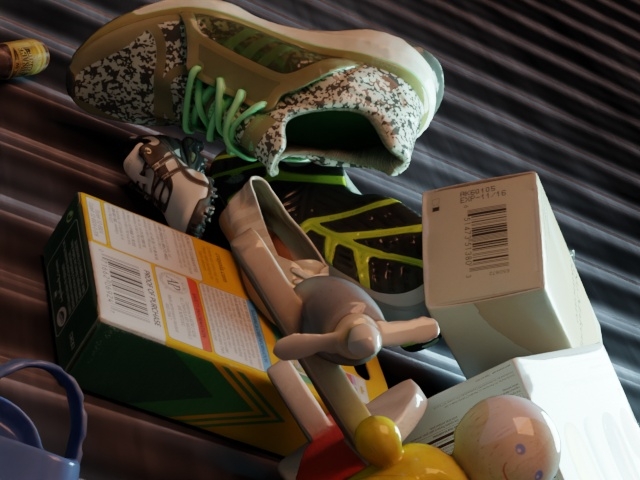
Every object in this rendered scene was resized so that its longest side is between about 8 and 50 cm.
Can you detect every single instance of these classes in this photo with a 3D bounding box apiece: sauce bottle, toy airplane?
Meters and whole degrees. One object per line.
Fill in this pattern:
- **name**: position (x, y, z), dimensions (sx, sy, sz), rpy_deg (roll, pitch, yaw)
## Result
- **sauce bottle**: position (-0.347, -0.196, 1.944), dimensions (0.042, 0.042, 0.128), rpy_deg (40, 26, 11)
- **toy airplane**: position (0.072, 0.202, 1.446), dimensions (0.386, 0.272, 0.384), rpy_deg (39, 27, -58)

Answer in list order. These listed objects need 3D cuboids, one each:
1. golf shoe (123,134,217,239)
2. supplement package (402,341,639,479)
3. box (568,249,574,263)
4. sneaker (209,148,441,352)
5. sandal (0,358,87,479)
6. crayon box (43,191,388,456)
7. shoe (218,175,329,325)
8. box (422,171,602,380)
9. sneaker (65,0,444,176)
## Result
- **golf shoe**: position (-0.166, -0.055, 1.888), dimensions (0.094, 0.077, 0.198), rpy_deg (15, 21, -19)
- **supplement package**: position (0.207, 0.222, 1.666), dimensions (0.194, 0.149, 0.203), rpy_deg (-5, 69, -56)
- **box**: position (0.179, 0.039, 2.064), dimensions (0.184, 0.045, 0.191), rpy_deg (0, 8, 29)
- **sneaker**: position (0.000, 0.000, 1.950), dimensions (0.145, 0.147, 0.385), rpy_deg (-29, 40, -15)
- **sandal**: position (-0.220, 0.197, 1.260), dimensions (0.126, 0.138, 0.317), rpy_deg (21, 29, -32)
- **crayon box**: position (-0.097, 0.092, 1.679), dimensions (0.323, 0.083, 0.203), rpy_deg (22, 27, -26)
- **shoe**: position (-0.038, 0.020, 1.713), dimensions (0.076, 0.058, 0.219), rpy_deg (13, 31, -40)
- **box**: position (0.205, 0.079, 1.823), dimensions (0.311, 0.121, 0.148), rpy_deg (57, 27, -53)
- **sneaker**: position (-0.073, -0.147, 1.885), dimensions (0.410, 0.158, 0.182), rpy_deg (4, 36, 2)
